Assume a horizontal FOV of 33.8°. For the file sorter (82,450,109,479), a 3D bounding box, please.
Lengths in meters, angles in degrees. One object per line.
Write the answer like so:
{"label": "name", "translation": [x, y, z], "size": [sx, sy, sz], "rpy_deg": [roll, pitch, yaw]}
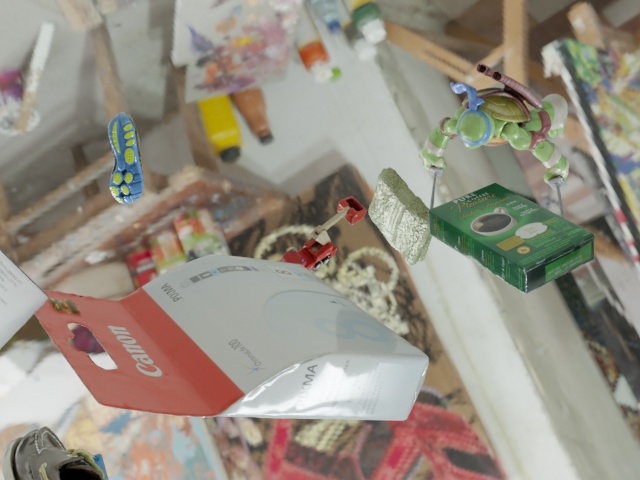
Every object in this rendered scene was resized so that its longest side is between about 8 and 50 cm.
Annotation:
{"label": "file sorter", "translation": [-0.336, 0.381, 1.409], "size": [0.118, 0.170, 0.104], "rpy_deg": [-18, 164, -5]}

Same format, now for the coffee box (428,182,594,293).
{"label": "coffee box", "translation": [0.228, -0.007, 1.277], "size": [0.113, 0.184, 0.040], "rpy_deg": [-24, 124, -25]}

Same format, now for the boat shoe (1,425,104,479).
{"label": "boat shoe", "translation": [-0.286, 0.297, 1.196], "size": [0.096, 0.324, 0.116], "rpy_deg": [-42, 117, -2]}

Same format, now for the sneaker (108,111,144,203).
{"label": "sneaker", "translation": [-0.368, -0.157, 2.018], "size": [0.067, 0.078, 0.188], "rpy_deg": [2, 117, 2]}

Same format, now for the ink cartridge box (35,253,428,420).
{"label": "ink cartridge box", "translation": [-0.116, 0.096, 1.215], "size": [0.384, 0.308, 0.091], "rpy_deg": [10, 105, -34]}

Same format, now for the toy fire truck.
{"label": "toy fire truck", "translation": [0.000, 0.000, 2.131], "size": [0.192, 0.047, 0.135], "rpy_deg": [-31, 156, -36]}

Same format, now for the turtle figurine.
{"label": "turtle figurine", "translation": [0.259, -0.123, 1.545], "size": [0.197, 0.275, 0.266], "rpy_deg": [-20, -171, 34]}

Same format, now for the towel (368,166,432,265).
{"label": "towel", "translation": [0.109, -0.029, 1.430], "size": [0.027, 0.110, 0.148], "rpy_deg": [-36, 164, -19]}

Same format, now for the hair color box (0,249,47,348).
{"label": "hair color box", "translation": [-0.438, 0.113, 0.957], "size": [0.347, 0.105, 0.174], "rpy_deg": [-49, 135, -16]}
